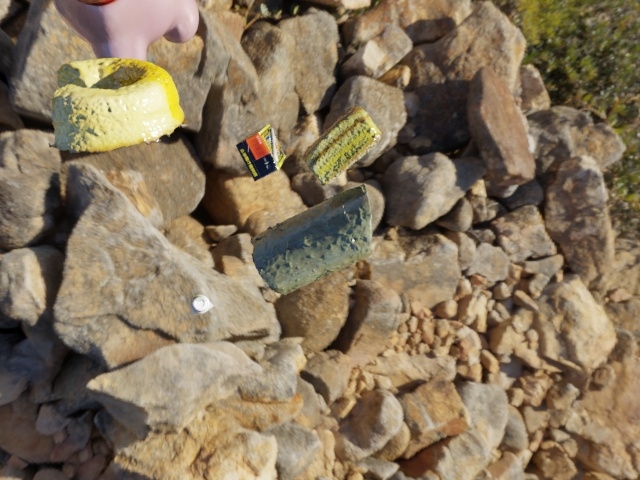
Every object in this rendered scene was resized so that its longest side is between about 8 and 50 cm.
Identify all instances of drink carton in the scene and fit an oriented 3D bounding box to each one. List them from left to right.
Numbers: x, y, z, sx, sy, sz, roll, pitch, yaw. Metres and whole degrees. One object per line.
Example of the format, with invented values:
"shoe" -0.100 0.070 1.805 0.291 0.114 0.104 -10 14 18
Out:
"drink carton" -0.100 -0.155 1.067 0.056 0.166 0.071 -28 104 7

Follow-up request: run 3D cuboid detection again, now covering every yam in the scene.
"yam" 0.000 0.000 1.444 0.304 0.168 0.168 -24 95 10

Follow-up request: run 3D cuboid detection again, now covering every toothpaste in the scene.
"toothpaste" -0.221 0.123 1.140 0.052 0.218 0.033 -19 85 -13

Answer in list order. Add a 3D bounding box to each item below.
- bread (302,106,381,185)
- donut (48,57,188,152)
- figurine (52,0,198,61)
"bread" 0.052 -0.231 1.463 0.184 0.234 0.111 -40 95 9
"donut" -0.226 -0.157 0.689 0.145 0.181 0.078 -8 117 -12
"figurine" -0.327 -0.429 0.989 0.211 0.261 0.270 39 65 8
